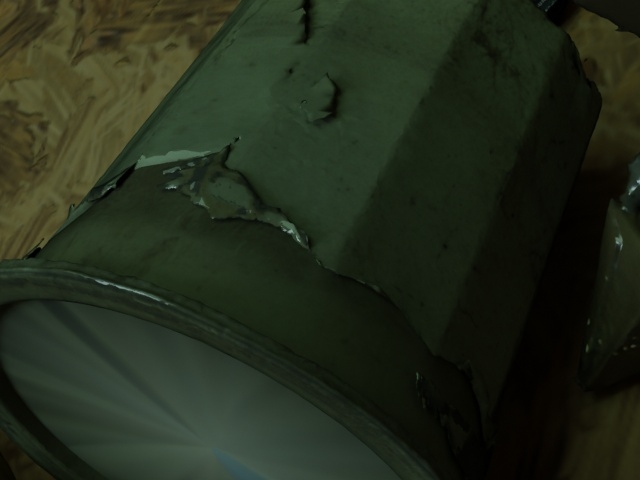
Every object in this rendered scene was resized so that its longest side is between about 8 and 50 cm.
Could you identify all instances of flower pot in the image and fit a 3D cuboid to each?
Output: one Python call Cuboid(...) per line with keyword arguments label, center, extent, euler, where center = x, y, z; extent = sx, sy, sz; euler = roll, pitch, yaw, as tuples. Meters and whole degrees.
Cuboid(label="flower pot", center=(0.000, 0.000, 0.683), extent=(0.212, 0.212, 0.202), euler=(1, 55, 45))

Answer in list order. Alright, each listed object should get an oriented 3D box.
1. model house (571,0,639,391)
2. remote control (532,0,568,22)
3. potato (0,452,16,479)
Cuboid(label="model house", center=(0.145, -0.045, 0.621), extent=(0.248, 0.176, 0.181), euler=(-55, 35, 22))
Cuboid(label="remote control", center=(0.078, -0.114, 0.833), extent=(0.039, 0.014, 0.096), euler=(-47, 38, 6))
Cuboid(label="potato", center=(-0.231, 0.184, 0.744), extent=(0.237, 0.301, 0.288), euler=(38, 130, 26))
